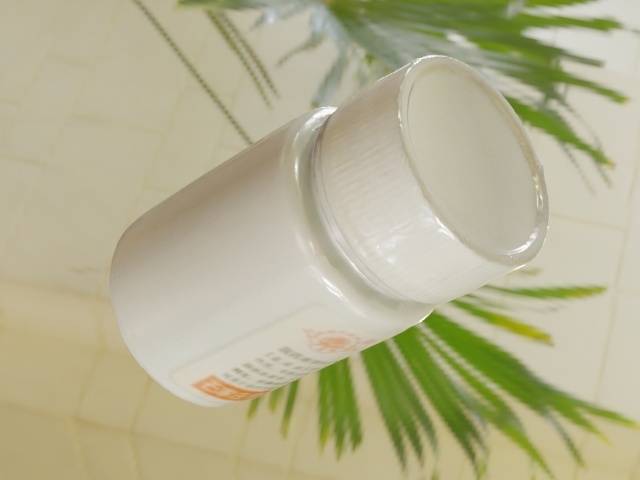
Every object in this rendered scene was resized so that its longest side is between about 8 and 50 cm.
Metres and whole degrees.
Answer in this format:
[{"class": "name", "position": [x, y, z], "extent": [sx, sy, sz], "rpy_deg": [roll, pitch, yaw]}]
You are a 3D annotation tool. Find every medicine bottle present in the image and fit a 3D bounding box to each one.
[{"class": "medicine bottle", "position": [0.000, 0.000, 1.258], "extent": [0.371, 0.211, 0.211], "rpy_deg": [-27, -150, 37]}]
